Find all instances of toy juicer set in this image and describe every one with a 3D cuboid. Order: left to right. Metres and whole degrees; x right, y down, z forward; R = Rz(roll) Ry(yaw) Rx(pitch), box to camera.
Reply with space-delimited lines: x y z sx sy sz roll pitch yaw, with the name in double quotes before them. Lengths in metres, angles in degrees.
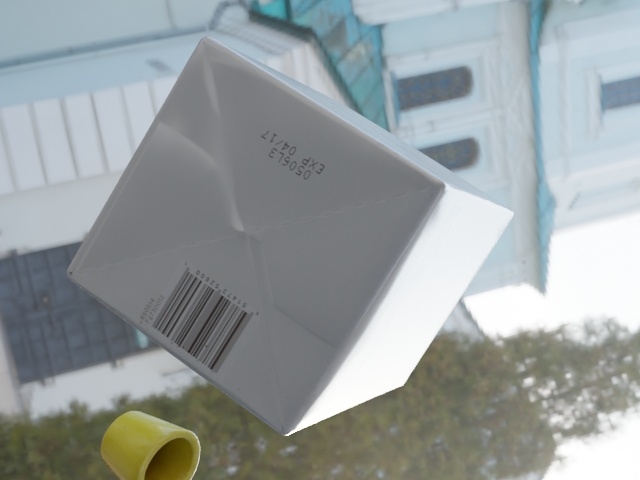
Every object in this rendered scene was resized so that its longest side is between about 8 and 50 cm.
"toy juicer set" -0.176 0.321 0.922 0.089 0.209 0.329 24 -49 35

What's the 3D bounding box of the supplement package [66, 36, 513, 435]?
"supplement package" 0.000 0.000 0.758 0.177 0.175 0.293 33 9 16
